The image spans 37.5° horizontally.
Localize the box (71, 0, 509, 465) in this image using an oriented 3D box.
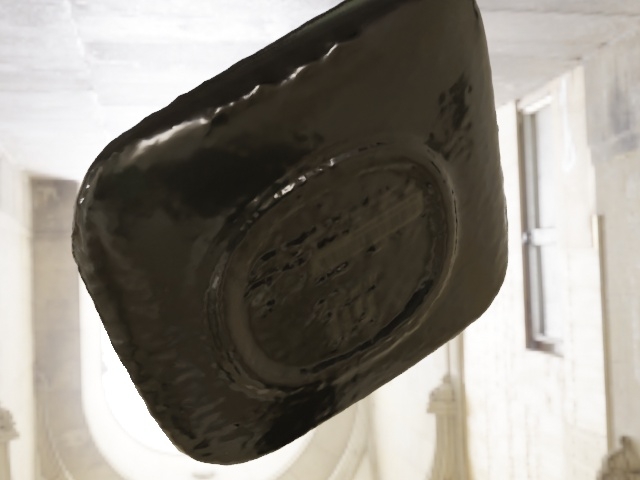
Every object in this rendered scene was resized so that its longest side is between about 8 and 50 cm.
[{"bbox_3d":[0.000,0.000,0.439,0.212,0.201,0.042,-30,-140,-13],"label":"box"}]
